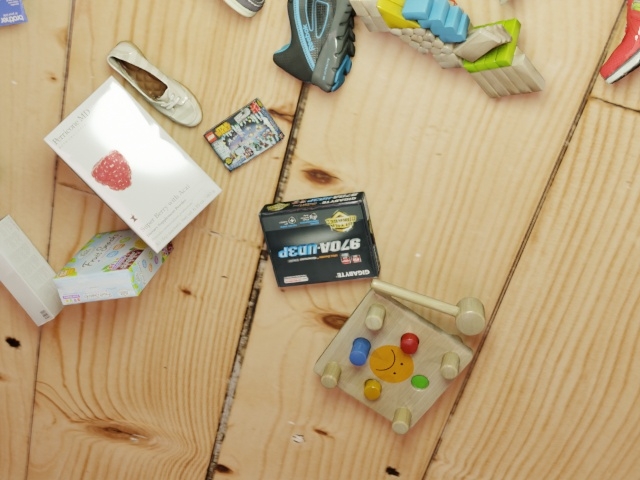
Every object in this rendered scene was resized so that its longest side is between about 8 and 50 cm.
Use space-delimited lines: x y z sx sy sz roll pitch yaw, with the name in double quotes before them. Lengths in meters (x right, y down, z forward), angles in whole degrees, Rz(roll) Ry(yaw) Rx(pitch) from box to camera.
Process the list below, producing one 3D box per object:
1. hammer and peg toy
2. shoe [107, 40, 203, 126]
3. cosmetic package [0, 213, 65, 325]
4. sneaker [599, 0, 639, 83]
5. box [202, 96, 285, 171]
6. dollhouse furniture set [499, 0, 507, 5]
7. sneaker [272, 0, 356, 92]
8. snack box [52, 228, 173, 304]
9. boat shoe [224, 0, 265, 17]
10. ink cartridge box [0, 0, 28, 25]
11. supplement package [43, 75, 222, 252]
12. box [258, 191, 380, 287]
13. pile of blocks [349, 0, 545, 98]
"hammer and peg toy" 0.170 0.210 1.702 0.265 0.127 0.361 32 119 -2
"shoe" -0.324 -0.296 1.599 0.219 0.058 0.076 41 118 -9
"cosmetic package" -0.666 0.068 1.840 0.060 0.099 0.239 -26 107 26
"sneaker" 0.540 -0.390 1.348 0.118 0.107 0.279 38 117 14
"box" -0.152 -0.207 1.622 0.137 0.027 0.094 -30 105 24
"dollhouse furniture set" 0.295 -0.561 1.308 0.262 0.135 0.259 44 128 -10
"sneaker" 0.009 -0.431 1.420 0.139 0.125 0.341 22 116 11
"snack box" -0.427 0.048 1.712 0.174 0.207 0.070 -7 114 17
"boat shoe" -0.173 -0.529 1.426 0.092 0.103 0.285 -25 103 28
"ink cartridge box" -0.662 -0.558 1.542 0.185 0.065 0.311 -5 112 12
"supplement package" -0.360 -0.142 1.585 0.177 0.175 0.293 -45 102 -6
"box" 0.000 0.000 1.678 0.220 0.051 0.175 -6 115 15
"pile of blocks" 0.227 -0.368 1.367 0.362 0.113 0.149 23 161 -19
